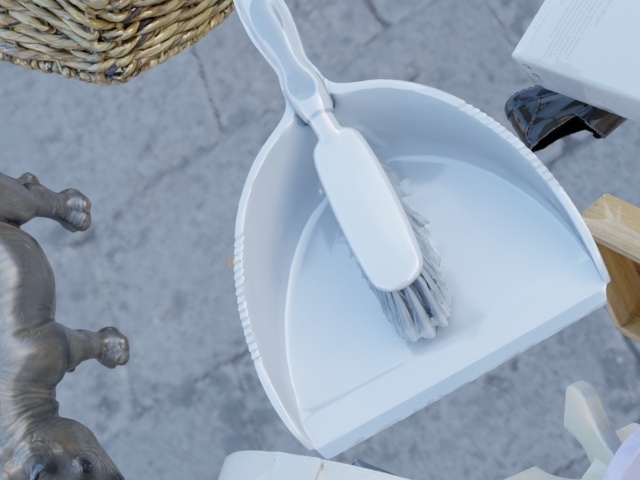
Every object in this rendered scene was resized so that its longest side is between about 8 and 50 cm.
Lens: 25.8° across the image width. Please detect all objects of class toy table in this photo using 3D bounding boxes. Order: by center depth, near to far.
[{"bbox_3d":[0.380,0.322,1.834,0.161,0.252,0.274,35,122,47],"label":"toy table"}]

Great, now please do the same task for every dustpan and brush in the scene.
[{"bbox_3d":[0.010,-0.034,0.599,0.147,0.060,0.211,-31,56,8],"label":"dustpan and brush"}]

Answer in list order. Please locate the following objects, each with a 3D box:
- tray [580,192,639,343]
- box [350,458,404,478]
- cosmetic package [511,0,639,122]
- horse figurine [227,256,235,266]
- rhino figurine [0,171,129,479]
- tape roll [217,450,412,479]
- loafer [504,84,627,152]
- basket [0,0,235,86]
[{"bbox_3d":[0.486,0.096,1.667,0.076,0.203,0.411,-39,35,-12],"label":"tray"},{"bbox_3d":[0.145,0.418,1.964,0.059,0.183,0.232,-55,37,9],"label":"box"},{"bbox_3d":[0.320,-0.189,1.424,0.231,0.085,0.117,31,89,45],"label":"cosmetic package"},{"bbox_3d":[0.000,0.000,1.612,0.263,0.175,0.066,151,119,-69],"label":"horse figurine"},{"bbox_3d":[-0.171,0.063,0.806,0.073,0.106,0.243,-30,70,35],"label":"rhino figurine"},{"bbox_3d":[0.084,0.290,1.299,0.392,0.392,0.072,3,68,37],"label":"tape roll"},{"bbox_3d":[0.320,-0.150,1.569,0.220,0.080,0.078,-18,70,20],"label":"loafer"},{"bbox_3d":[-0.188,-0.317,1.327,0.214,0.223,0.299,16,43,21],"label":"basket"}]
